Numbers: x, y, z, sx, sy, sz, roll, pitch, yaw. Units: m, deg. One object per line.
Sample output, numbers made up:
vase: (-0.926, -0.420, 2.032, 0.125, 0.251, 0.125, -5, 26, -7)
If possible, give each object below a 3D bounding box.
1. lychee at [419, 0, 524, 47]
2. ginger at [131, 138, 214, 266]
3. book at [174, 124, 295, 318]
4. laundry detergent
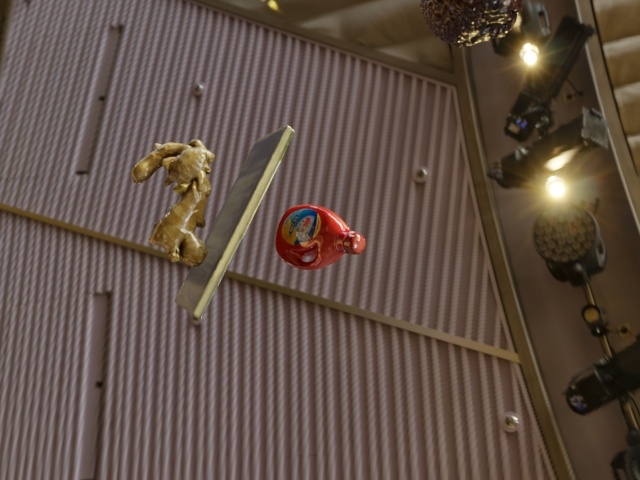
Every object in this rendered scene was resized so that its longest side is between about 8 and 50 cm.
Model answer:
lychee: (0.247, -0.417, 1.227, 0.188, 0.188, 0.188, -9, -111, 24)
ginger: (-0.219, -0.071, 1.152, 0.193, 0.052, 0.176, 37, -95, 10)
book: (-0.146, -0.031, 1.203, 0.323, 0.018, 0.228, -64, -163, -7)
laundry detergent: (0.000, 0.000, 1.069, 0.165, 0.049, 0.097, 15, -94, 52)
